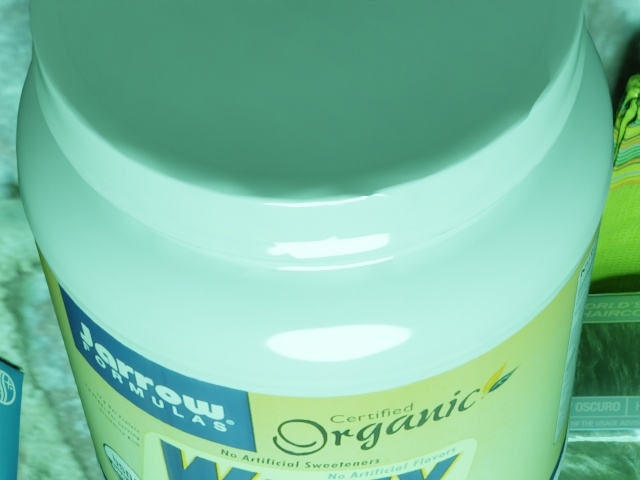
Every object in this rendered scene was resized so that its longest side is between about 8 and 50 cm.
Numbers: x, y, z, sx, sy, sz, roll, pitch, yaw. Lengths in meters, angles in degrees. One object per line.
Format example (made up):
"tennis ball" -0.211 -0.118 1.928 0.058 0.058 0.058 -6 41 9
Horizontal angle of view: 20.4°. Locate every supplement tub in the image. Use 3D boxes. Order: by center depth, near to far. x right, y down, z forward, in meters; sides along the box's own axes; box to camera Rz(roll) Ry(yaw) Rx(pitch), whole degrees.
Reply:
"supplement tub" 0.000 0.000 0.737 0.228 0.228 0.316 -4 145 0

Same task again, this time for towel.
"towel" 0.185 -0.013 0.886 0.102 0.021 0.237 0 153 -1

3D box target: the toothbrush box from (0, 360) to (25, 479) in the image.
"toothbrush box" -0.337 0.101 0.936 0.216 0.126 0.295 -25 138 27

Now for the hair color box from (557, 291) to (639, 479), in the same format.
"hair color box" 0.144 0.205 1.011 0.185 0.113 0.374 -3 127 15
